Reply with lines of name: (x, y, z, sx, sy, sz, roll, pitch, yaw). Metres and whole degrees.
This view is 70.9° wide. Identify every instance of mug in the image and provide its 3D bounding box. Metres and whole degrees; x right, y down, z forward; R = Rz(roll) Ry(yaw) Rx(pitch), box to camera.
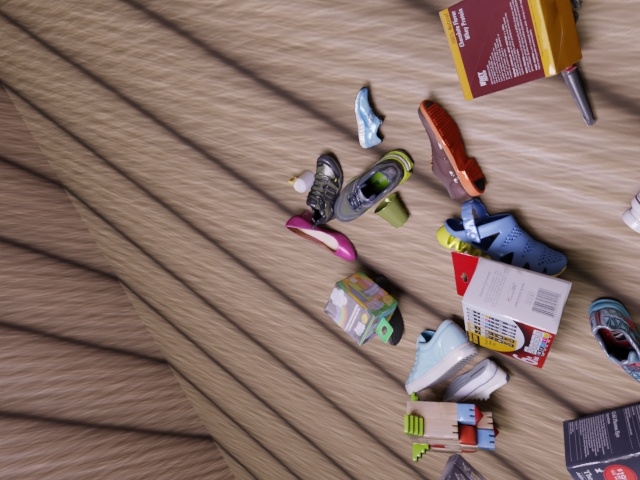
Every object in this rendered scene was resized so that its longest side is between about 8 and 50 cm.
mug: (-0.058, -0.181, 1.436, 0.078, 0.064, 0.062, -20, 104, 43)

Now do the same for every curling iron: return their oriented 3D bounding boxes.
curling iron: (0.516, -0.364, 0.916, 0.068, 0.035, 0.274, -10, 109, 40)

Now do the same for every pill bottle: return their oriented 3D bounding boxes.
pill bottle: (0.699, -0.085, 0.912, 0.086, 0.086, 0.152, 37, 133, 13)

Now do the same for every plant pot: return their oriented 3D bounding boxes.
plant pot: (0.211, -0.080, 1.294, 0.079, 0.083, 0.083, 44, 135, -11)

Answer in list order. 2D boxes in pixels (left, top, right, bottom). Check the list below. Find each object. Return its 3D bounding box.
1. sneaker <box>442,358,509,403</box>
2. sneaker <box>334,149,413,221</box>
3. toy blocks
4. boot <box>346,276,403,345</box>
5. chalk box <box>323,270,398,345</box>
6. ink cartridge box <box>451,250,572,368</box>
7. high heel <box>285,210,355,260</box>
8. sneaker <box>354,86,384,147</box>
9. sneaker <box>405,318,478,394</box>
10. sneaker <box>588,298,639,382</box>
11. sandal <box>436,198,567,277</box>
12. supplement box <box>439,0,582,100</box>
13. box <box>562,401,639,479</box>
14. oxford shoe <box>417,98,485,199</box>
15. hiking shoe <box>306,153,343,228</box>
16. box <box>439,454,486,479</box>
sneaker: (0.480, 0.465, 1.404, 0.091, 0.094, 0.258, 35, 137, 3)
sneaker: (0.125, -0.141, 1.282, 0.111, 0.121, 0.300, 49, 134, 2)
toy blocks: (0.416, 0.584, 1.389, 0.260, 0.191, 0.381, -4, 147, 18)
boot: (0.175, 0.232, 1.511, 0.161, 0.083, 0.247, -11, 102, 45)
chalk box: (0.141, 0.220, 1.384, 0.213, 0.132, 0.132, 40, 128, 26)
ink cartridge box: (0.447, 0.177, 1.132, 0.271, 0.130, 0.309, 18, 159, 29)
high heel: (0.000, 0.000, 1.463, 0.244, 0.117, 0.082, 44, 133, 7)
sneaker: (0.136, -0.334, 1.215, 0.073, 0.063, 0.162, -3, 119, 19)
sneaker: (0.361, 0.369, 1.437, 0.150, 0.135, 0.366, 64, 146, 29)
sneaker: (0.731, 0.274, 1.077, 0.262, 0.125, 0.104, 49, 134, 2)
sandal: (0.452, -0.006, 1.125, 0.317, 0.126, 0.138, 23, 124, 22)
supplement box: (0.378, -0.411, 0.899, 0.194, 0.129, 0.191, -2, 115, 52)
box: (0.847, 0.597, 1.114, 0.312, 0.179, 0.343, -35, 93, 32)
oxford shoe: (0.303, -0.218, 1.125, 0.098, 0.097, 0.271, -22, 102, 48)
hiking shoe: (0.008, -0.146, 1.372, 0.086, 0.114, 0.227, 15, 124, 29)
box: (0.523, 0.901, 1.572, 0.231, 0.183, 0.056, 42, 132, 8)
